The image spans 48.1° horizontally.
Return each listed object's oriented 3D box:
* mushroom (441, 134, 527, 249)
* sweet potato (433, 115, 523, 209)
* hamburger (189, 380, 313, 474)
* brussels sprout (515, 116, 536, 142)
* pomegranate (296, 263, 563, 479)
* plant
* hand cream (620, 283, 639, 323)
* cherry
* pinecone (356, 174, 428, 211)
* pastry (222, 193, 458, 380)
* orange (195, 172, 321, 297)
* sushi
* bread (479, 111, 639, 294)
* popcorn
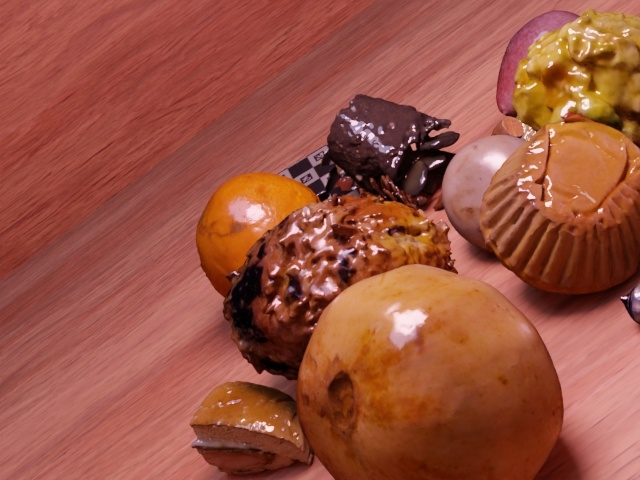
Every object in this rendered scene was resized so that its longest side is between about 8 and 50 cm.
[{"bbox_3d":[0.335,-0.090,1.305,0.207,0.207,0.215,-12,2,41],"label":"mushroom"},{"bbox_3d":[0.315,-0.144,1.444,0.281,0.059,0.067,125,164,-58],"label":"sweet potato"},{"bbox_3d":[-0.104,0.304,1.218,0.207,0.135,0.155,-12,37,37],"label":"hamburger"},{"bbox_3d":[0.441,-0.203,1.400,0.181,0.139,0.100,-52,-21,16],"label":"brussels sprout"},{"bbox_3d":[0.144,0.189,0.928,0.338,0.338,0.338,-29,27,16],"label":"pomegranate"},{"bbox_3d":[0.161,-0.200,1.618,0.276,0.188,0.199,29,64,20],"label":"plant"},{"bbox_3d":[0.510,0.089,0.921,0.235,0.055,0.086,1,45,40],"label":"hand cream"},{"bbox_3d":[0.479,-0.345,1.503,0.239,0.206,0.239,-164,90,-83],"label":"cherry"},{"bbox_3d":[0.120,-0.014,1.431,0.212,0.168,0.185,-58,17,12],"label":"pinecone"},{"bbox_3d":[0.023,0.083,1.195,0.405,0.337,0.293,-24,67,19],"label":"pastry"},{"bbox_3d":[-0.116,0.003,1.538,0.312,0.312,0.312,-29,27,16],"label":"orange"},{"bbox_3d":[0.046,-0.133,1.830,0.359,0.064,0.343,-30,37,1],"label":"sushi"},{"bbox_3d":[0.382,-0.053,1.099,0.274,0.149,0.274,-3,62,6],"label":"bread"},{"bbox_3d":[0.468,-0.263,1.225,0.270,0.224,0.258,43,118,30],"label":"popcorn"}]
